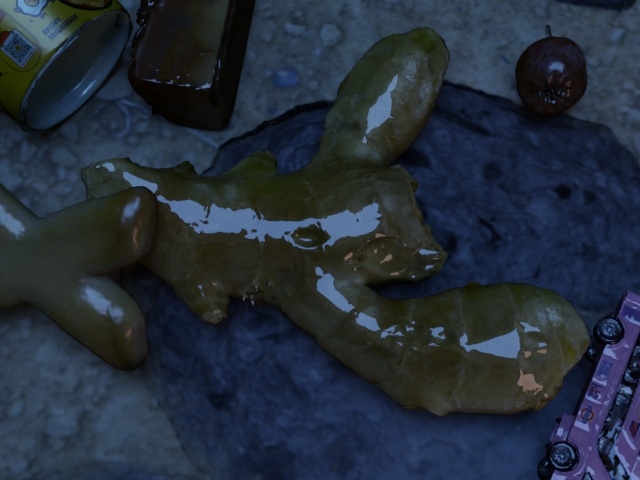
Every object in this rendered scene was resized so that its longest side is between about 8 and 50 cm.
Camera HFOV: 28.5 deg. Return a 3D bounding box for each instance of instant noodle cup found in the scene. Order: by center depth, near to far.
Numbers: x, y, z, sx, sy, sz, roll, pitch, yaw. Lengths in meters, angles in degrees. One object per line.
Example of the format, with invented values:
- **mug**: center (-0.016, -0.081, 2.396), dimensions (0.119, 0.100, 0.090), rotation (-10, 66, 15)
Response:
- **instant noodle cup**: center (-0.262, -0.193, 1.115), dimensions (0.144, 0.182, 0.182), rotation (42, 75, 7)

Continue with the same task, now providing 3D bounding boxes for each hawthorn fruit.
- **hawthorn fruit**: center (0.212, -0.161, 1.150), dimensions (0.066, 0.067, 0.103), rotation (13, 44, 7)

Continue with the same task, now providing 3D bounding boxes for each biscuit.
- **biscuit**: center (-0.236, 0.016, 1.039), dimensions (0.207, 0.047, 0.164), rotation (11, 107, 13)

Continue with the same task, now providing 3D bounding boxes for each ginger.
- **ginger**: center (0.005, 0.017, 1.062), dimensions (0.348, 0.122, 0.363), rotation (-21, 75, -4)

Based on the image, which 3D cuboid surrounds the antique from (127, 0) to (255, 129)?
- **antique**: center (-0.107, -0.257, 1.175), dimensions (0.093, 0.087, 0.310), rotation (6, 69, 6)

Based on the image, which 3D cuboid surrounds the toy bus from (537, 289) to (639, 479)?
- **toy bus**: center (0.240, 0.142, 1.022), dimensions (0.090, 0.063, 0.203), rotation (24, 70, 10)
